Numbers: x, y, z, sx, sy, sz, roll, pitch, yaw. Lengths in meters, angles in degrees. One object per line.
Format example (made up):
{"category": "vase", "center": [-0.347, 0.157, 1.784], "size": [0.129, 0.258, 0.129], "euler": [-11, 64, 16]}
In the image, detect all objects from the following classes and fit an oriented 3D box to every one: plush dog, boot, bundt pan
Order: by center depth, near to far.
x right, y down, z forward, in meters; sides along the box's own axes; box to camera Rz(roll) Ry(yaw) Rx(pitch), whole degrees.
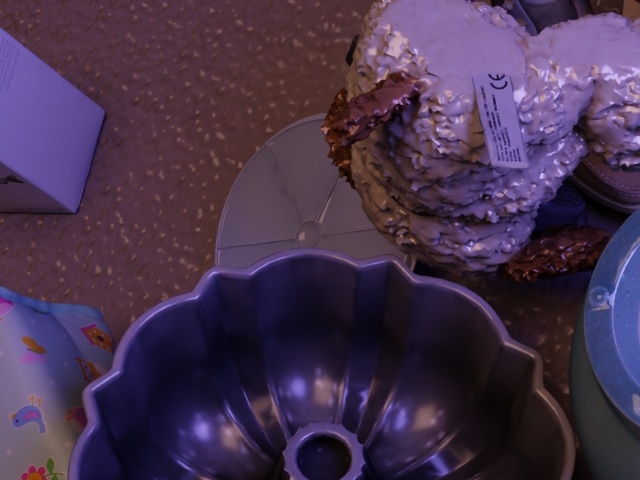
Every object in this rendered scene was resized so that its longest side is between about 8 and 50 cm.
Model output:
{"category": "plush dog", "center": [0.089, -0.062, 1.114], "size": [0.262, 0.225, 0.210], "euler": [38, 64, 24]}
{"category": "bundt pan", "center": [0.000, 0.172, 1.132], "size": [0.330, 0.124, 0.331], "euler": [1, 56, -1]}
{"category": "boot", "center": [0.179, -0.130, 1.199], "size": [0.077, 0.165, 0.213], "euler": [-29, 54, -1]}

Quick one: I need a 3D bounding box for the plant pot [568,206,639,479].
{"category": "plant pot", "center": [0.274, 0.072, 1.029], "size": [0.293, 0.196, 0.293], "euler": [-13, 62, 25]}

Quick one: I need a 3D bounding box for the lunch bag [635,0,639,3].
{"category": "lunch bag", "center": [0.253, -0.196, 1.113], "size": [0.258, 0.293, 0.120], "euler": [40, 95, 37]}

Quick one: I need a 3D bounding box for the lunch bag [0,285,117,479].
{"category": "lunch bag", "center": [-0.254, 0.201, 1.310], "size": [0.262, 0.160, 0.223], "euler": [-44, 55, 20]}

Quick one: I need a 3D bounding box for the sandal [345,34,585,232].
{"category": "sandal", "center": [0.094, -0.078, 1.280], "size": [0.254, 0.097, 0.054], "euler": [50, 123, 38]}

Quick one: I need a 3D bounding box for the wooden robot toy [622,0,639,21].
{"category": "wooden robot toy", "center": [0.244, -0.086, 1.155], "size": [0.079, 0.173, 0.076], "euler": [-49, 23, 5]}

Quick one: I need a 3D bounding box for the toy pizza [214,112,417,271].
{"category": "toy pizza", "center": [0.000, 0.000, 1.316], "size": [0.201, 0.032, 0.201], "euler": [-11, 71, 36]}

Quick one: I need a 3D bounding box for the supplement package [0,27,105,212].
{"category": "supplement package", "center": [-0.287, -0.105, 1.459], "size": [0.105, 0.179, 0.105], "euler": [1, 67, 31]}
